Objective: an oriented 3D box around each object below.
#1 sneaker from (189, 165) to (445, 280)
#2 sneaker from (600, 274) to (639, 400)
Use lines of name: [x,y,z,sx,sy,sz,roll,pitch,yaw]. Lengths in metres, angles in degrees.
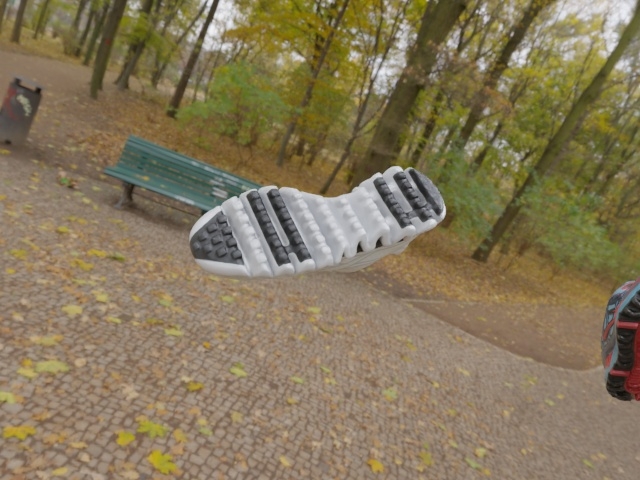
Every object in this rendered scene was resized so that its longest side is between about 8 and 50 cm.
sneaker: [0.000,0.000,0.555,0.292,0.118,0.110,-10,63,-21]
sneaker: [0.392,0.087,0.592,0.104,0.261,0.125,0,45,11]
